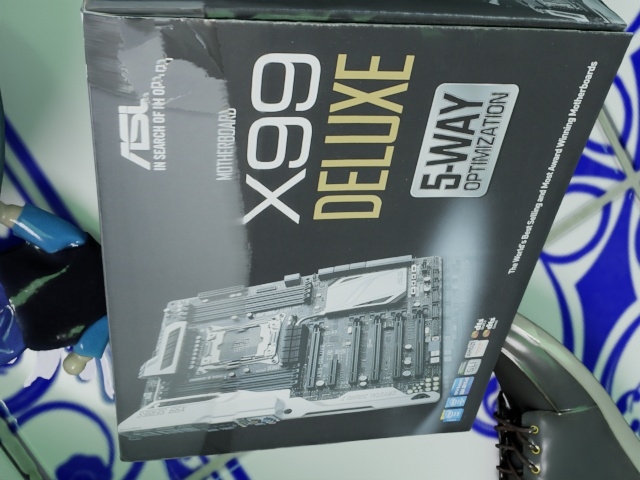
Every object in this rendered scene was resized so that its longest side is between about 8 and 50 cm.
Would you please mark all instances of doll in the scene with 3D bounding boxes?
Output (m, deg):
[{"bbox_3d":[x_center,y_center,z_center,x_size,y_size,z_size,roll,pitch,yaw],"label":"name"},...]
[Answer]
[{"bbox_3d":[-0.191,0.033,0.490,0.189,0.046,0.129,-19,108,-12],"label":"doll"}]

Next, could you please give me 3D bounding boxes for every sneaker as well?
[{"bbox_3d":[0.155,0.149,0.561,0.118,0.083,0.222,-43,103,-6],"label":"sneaker"}]

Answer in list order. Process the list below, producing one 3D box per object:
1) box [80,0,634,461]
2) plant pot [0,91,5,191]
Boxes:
[{"bbox_3d":[0.000,0.000,0.436,0.242,0.076,0.307,-2,131,-13],"label":"box"},{"bbox_3d":[-0.300,-0.052,0.383,0.290,0.195,0.290,-1,94,-13],"label":"plant pot"}]
